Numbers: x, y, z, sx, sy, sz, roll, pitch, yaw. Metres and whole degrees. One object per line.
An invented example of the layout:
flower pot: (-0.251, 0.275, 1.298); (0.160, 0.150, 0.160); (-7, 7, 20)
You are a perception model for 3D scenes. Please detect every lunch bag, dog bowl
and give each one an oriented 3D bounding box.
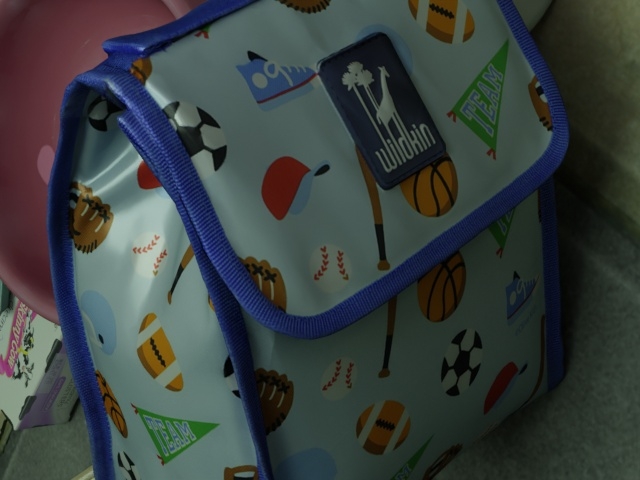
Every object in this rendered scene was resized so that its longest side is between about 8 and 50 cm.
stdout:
lunch bag: (0.000, 0.000, 1.037); (0.239, 0.328, 0.385); (19, 129, 38)
dog bowl: (-0.164, -0.093, 1.363); (0.408, 0.150, 0.408); (5, 98, 38)

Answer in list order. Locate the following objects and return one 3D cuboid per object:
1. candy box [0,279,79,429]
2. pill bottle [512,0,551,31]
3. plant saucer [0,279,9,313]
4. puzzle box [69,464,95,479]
candy box: (-0.305, 0.069, 1.579); (0.196, 0.070, 0.165); (48, 121, 31)
pill bottle: (0.059, -0.243, 1.183); (0.245, 0.130, 0.130); (31, 112, 38)
plant saucer: (-0.330, -0.024, 1.540); (0.067, 0.018, 0.192); (9, 97, 42)
puzzle box: (-0.113, 0.296, 1.294); (0.409, 0.052, 0.272); (-35, 66, 6)
